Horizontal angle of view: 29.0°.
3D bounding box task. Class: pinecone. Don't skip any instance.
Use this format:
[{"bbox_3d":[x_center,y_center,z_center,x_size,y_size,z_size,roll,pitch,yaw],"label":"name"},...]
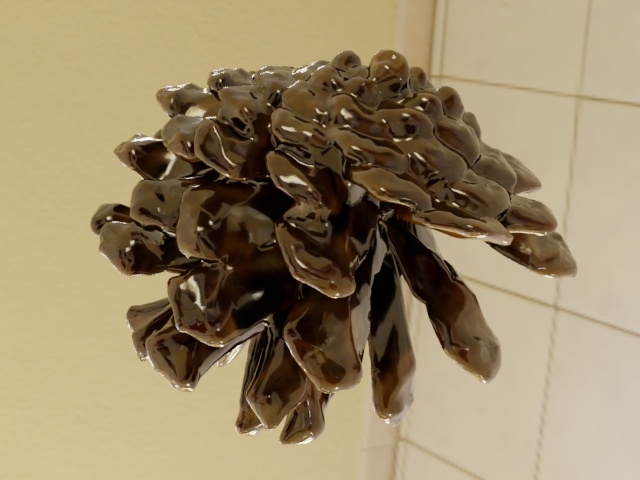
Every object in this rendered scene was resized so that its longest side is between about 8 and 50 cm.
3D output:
[{"bbox_3d":[-0.001,0.002,0.626,0.229,0.202,0.201,37,92,40],"label":"pinecone"}]
